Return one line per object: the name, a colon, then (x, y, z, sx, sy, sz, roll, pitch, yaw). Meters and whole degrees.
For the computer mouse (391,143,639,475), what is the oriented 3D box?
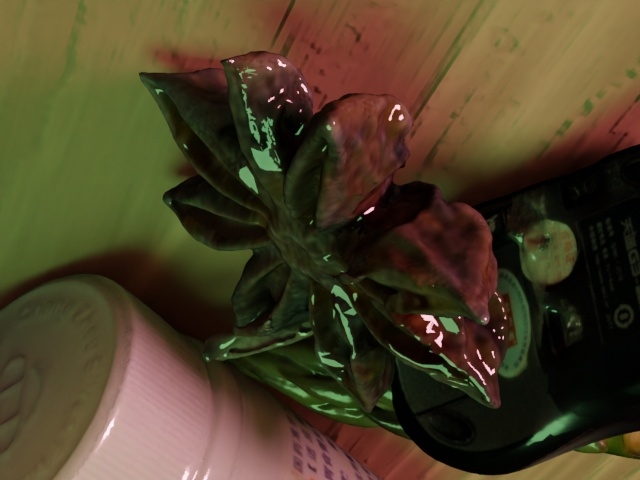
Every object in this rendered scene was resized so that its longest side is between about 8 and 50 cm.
computer mouse: (0.134, 0.038, 0.588, 0.096, 0.137, 0.233, 9, 157, -43)

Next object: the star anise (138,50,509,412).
star anise: (-0.001, 0.000, 0.578, 0.230, 0.081, 0.262, 38, 152, 4)

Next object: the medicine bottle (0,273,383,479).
medicine bottle: (-0.078, 0.180, 0.754, 0.190, 0.190, 0.332, -23, 130, 33)

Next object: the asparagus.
asparagus: (0.085, 0.084, 0.700, 0.287, 0.080, 0.080, 9, 140, 1)
